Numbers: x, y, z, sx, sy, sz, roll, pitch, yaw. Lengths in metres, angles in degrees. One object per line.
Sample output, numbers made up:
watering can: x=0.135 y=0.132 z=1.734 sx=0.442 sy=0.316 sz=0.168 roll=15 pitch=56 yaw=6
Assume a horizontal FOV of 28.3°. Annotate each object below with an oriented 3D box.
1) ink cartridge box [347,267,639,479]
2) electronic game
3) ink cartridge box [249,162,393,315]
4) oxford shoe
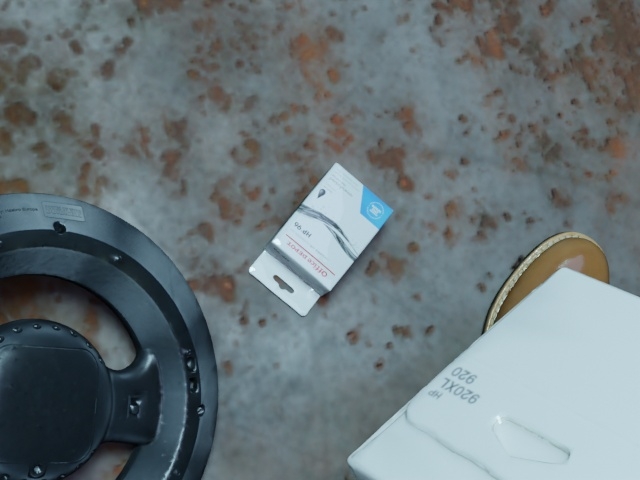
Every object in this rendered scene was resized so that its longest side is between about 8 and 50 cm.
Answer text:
ink cartridge box: x=0.162 y=0.168 z=0.667 sx=0.168 sy=0.171 sz=0.233 roll=-40 pitch=124 yaw=-18
electronic game: x=-0.158 y=0.088 z=0.693 sx=0.229 sy=0.048 sz=0.229 roll=1 pitch=88 yaw=-34
ink cartridge box: x=0.000 y=0.000 z=0.783 sx=0.048 sy=0.028 sz=0.083 roll=39 pitch=74 yaw=-3
oxford shoe: x=0.131 y=0.085 z=0.776 sx=0.076 sy=0.076 sz=0.212 roll=29 pitch=73 yaw=-5
